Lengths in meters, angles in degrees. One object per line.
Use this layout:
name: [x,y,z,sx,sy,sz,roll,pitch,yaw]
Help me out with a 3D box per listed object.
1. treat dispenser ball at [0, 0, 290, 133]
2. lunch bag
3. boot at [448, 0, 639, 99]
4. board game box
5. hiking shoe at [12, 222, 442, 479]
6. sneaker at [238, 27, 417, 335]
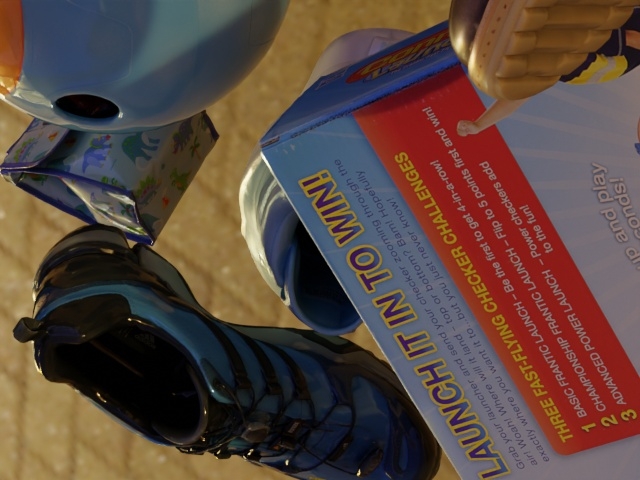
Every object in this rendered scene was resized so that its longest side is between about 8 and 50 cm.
treat dispenser ball: [-0.159,-0.224,1.360,0.288,0.288,0.288,26,128,39]
lunch bag: [-0.185,-0.085,1.555,0.151,0.129,0.096,18,151,25]
boot: [0.060,-0.200,0.687,0.207,0.090,0.248,34,107,32]
board game box: [0.179,0.014,0.819,0.302,0.086,0.308,-21,109,31]
hiking shoe: [-0.060,0.110,1.186,0.304,0.132,0.113,25,116,-10]
sneaker: [0.000,0.000,1.194,0.135,0.150,0.366,20,157,1]
